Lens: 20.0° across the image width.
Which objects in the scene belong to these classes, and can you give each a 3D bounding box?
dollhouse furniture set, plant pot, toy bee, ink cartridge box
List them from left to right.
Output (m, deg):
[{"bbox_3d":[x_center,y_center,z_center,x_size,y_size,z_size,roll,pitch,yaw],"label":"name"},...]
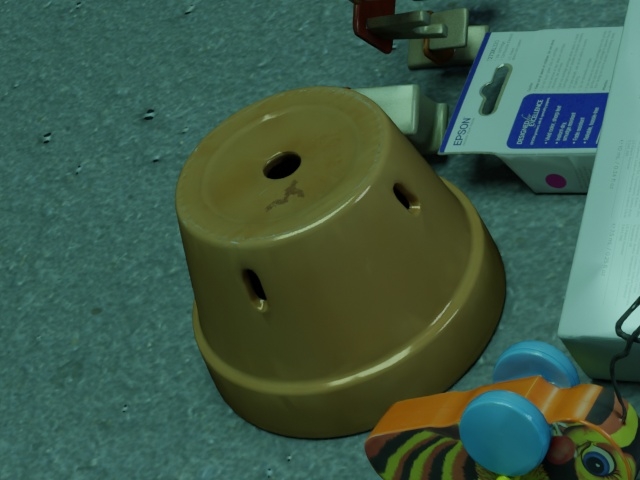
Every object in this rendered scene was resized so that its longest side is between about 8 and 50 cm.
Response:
[{"bbox_3d":[0.000,0.000,1.621,0.291,0.203,0.291,-14,41,13],"label":"plant pot"},{"bbox_3d":[0.054,-0.214,1.799,0.135,0.262,0.259,-2,77,28],"label":"dollhouse furniture set"},{"bbox_3d":[0.180,0.167,1.407,0.195,0.162,0.298,-40,11,-30],"label":"toy bee"},{"bbox_3d":[0.309,-0.125,1.698,0.371,0.069,0.176,3,49,26],"label":"ink cartridge box"}]

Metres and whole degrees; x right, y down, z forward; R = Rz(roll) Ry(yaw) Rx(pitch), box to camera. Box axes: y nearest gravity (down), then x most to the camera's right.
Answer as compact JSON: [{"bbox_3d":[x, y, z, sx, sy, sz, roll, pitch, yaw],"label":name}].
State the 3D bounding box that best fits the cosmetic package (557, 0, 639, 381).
[{"bbox_3d":[0.377,-0.062,1.505,0.284,0.097,0.377,2,63,30],"label":"cosmetic package"}]
